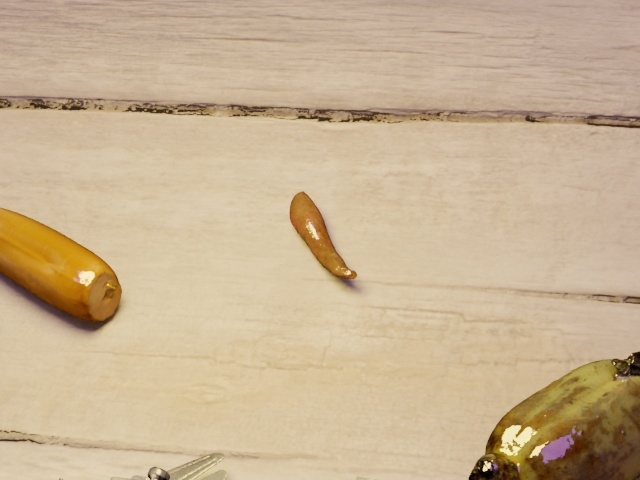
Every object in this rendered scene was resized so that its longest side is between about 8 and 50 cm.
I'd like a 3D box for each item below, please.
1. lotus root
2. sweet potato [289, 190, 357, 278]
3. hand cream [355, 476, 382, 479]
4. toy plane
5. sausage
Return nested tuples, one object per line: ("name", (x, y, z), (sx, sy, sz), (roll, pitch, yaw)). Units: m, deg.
("lotus root", (0.319, 0.258, 1.757), (0.309, 0.173, 0.173), (-27, 50, -20))
("sweet potato", (0.000, 0.001, 2.107), (0.050, 0.050, 0.214), (-21, 47, -10))
("hand cream", (0.165, 0.351, 1.766), (0.255, 0.048, 0.079), (6, 26, 13))
("toy plane", (-0.268, 0.346, 1.812), (0.267, 0.088, 0.212), (9, 50, 17))
("sausage", (-0.447, 0.024, 2.117), (0.328, 0.112, 0.112), (26, 57, 29))
